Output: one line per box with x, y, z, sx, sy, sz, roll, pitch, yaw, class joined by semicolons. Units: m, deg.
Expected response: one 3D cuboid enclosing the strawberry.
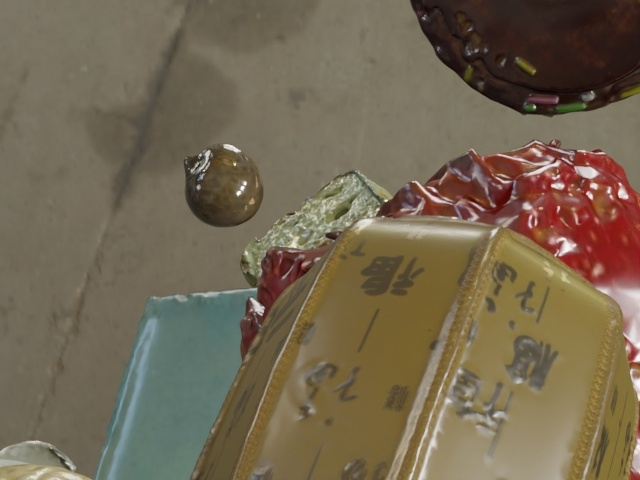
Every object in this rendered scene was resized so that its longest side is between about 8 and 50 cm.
0.088;0.079;0.785;0.261;0.261;0.258;-28;80;-19;strawberry

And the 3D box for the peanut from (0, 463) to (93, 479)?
-0.251;0.257;1.213;0.140;0.109;0.159;6;23;24;peanut

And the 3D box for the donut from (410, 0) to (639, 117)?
0.179;-0.209;1.028;0.235;0.235;0.089;21;16;14;donut

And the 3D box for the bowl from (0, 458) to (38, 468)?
-0.277;0.415;1.437;0.435;0.196;0.435;19;59;-35;bowl

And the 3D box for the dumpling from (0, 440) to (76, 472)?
-0.403;0.366;1.790;0.172;0.247;0.142;11;8;-28;dumpling

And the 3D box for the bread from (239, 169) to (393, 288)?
0.000;0.000;1.942;0.232;0.088;0.128;-36;46;6;bread

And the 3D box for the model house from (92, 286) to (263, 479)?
-0.050;0.213;1.371;0.230;0.249;0.280;-6;58;38;model house

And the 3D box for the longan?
-0.125;-0.071;1.779;0.113;0.092;0.113;5;74;-19;longan

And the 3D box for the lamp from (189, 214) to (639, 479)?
0.035;0.091;0.534;0.161;0.161;0.185;17;56;11;lamp
